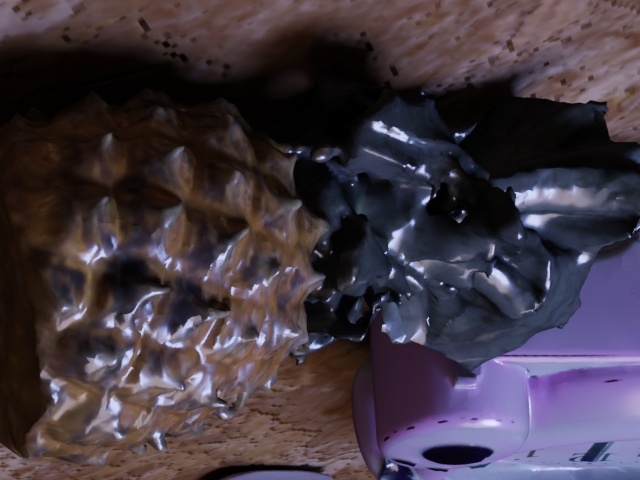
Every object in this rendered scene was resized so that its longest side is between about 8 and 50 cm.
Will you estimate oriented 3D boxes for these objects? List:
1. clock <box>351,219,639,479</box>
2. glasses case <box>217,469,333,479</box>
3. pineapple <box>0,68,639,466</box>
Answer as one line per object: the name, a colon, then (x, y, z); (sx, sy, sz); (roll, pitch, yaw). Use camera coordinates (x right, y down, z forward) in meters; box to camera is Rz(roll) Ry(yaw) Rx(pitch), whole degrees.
clock: (0.127, 0.069, 0.776); (0.228, 0.090, 0.248); (0, 161, -2)
glasses case: (-0.027, 0.133, 0.938); (0.083, 0.021, 0.032); (7, 148, -44)
pineapple: (0.000, 0.000, 0.579); (0.237, 0.111, 0.119); (-10, 177, -30)
